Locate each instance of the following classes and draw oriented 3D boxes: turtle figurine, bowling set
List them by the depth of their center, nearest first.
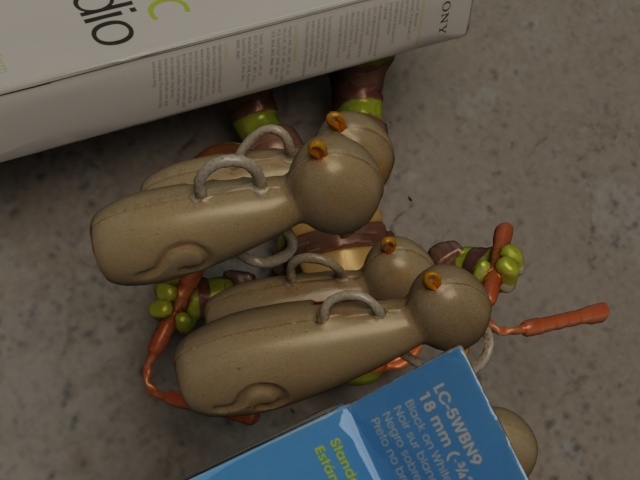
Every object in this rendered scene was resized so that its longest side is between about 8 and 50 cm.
[{"bbox_3d":[0.000,0.000,0.802,0.154,0.287,0.200,-15,49,7],"label":"bowling set"},{"bbox_3d":[0.022,-0.007,0.941,0.269,0.087,0.217,-9,77,0],"label":"turtle figurine"}]

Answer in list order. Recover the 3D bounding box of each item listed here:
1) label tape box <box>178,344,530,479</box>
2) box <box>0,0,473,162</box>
[{"bbox_3d":[-0.033,0.228,0.727,0.106,0.333,0.241,-14,75,-55],"label":"label tape box"},{"bbox_3d":[-0.102,-0.172,0.931,0.322,0.058,0.232,-17,52,-21],"label":"box"}]
